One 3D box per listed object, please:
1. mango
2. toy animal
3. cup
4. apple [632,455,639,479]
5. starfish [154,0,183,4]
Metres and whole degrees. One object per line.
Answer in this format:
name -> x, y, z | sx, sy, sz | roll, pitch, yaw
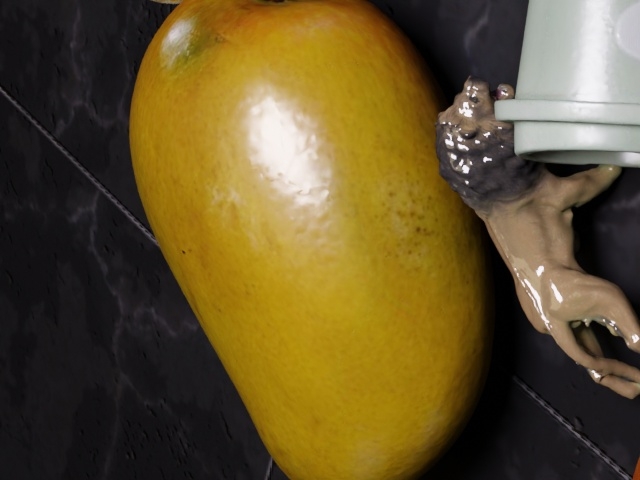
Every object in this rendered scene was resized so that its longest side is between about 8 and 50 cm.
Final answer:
mango -> 0.000, 0.000, 1.130 | 0.211, 0.173, 0.317 | -11, 97, 53
toy animal -> 0.134, 0.008, 1.046 | 0.220, 0.086, 0.069 | 56, 143, -1
cup -> 0.149, -0.108, 0.965 | 0.120, 0.120, 0.141 | 4, 89, 51
apple -> 0.271, 0.080, 0.720 | 0.317, 0.288, 0.288 | 27, 121, 34
starfish -> -0.056, -0.234, 1.209 | 0.146, 0.074, 0.190 | 20, 115, 46
